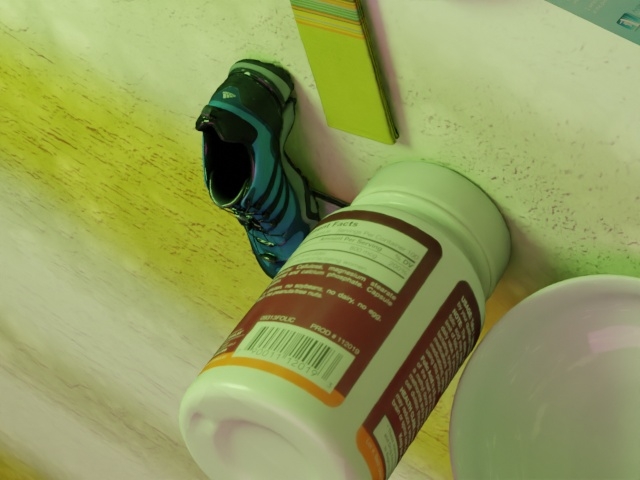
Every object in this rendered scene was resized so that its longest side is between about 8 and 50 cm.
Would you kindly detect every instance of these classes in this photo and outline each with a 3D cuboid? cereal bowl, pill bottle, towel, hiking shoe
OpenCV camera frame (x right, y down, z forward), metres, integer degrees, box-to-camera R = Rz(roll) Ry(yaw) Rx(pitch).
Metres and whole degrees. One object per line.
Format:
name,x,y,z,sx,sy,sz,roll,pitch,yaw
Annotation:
cereal bowl,0.315,0.211,1.688,0.339,0.339,0.141,16,174,33
pill bottle,0.040,0.103,1.717,0.224,0.392,0.224,22,140,20
towel,0.021,-0.208,1.731,0.102,0.021,0.237,21,144,37
hiking shoe,-0.087,-0.062,1.884,0.113,0.132,0.304,14,133,33

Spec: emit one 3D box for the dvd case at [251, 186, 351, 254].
dvd case,0.000,0.000,1.996,0.221,0.018,0.165,25,144,24

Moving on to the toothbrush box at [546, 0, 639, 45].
toothbrush box,0.275,-0.265,1.229,0.295,0.126,0.216,23,148,-7
